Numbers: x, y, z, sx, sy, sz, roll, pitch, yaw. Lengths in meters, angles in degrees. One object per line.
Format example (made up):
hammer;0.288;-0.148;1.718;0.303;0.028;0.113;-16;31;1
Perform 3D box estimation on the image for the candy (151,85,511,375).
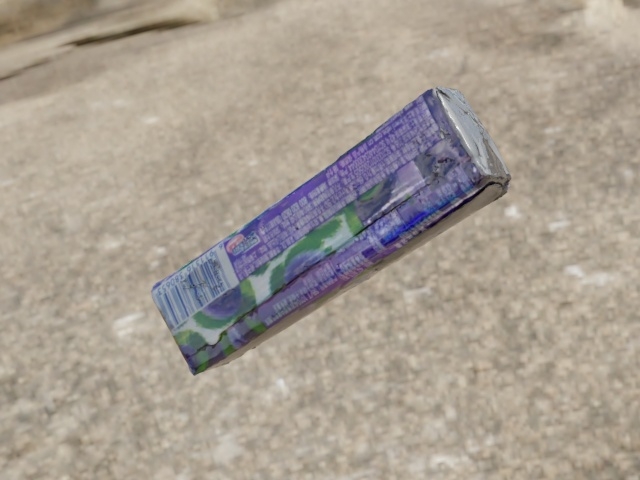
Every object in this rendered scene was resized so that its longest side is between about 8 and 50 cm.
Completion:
candy;0.000;0.000;0.938;0.312;0.088;0.061;-33;-16;27
